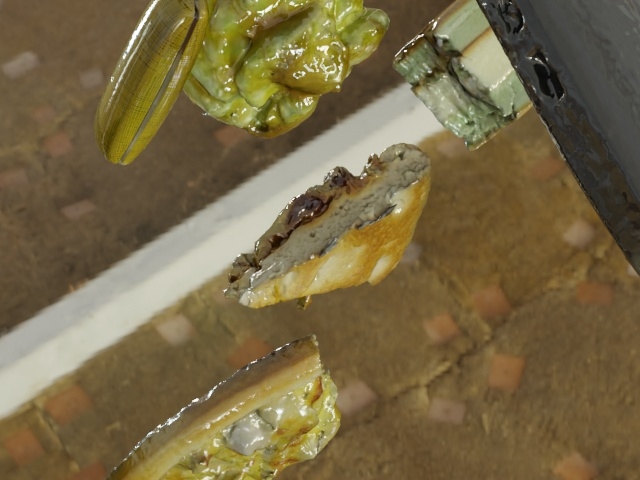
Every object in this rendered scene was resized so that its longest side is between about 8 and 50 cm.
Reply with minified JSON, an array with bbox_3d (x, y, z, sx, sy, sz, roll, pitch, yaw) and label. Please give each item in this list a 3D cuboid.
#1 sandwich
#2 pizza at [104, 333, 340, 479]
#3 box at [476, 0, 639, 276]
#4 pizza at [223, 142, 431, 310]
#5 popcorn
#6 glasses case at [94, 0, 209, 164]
[{"bbox_3d":[0.192,-0.218,1.499,0.198,0.227,0.155,-42,-86,-15],"label":"sandwich"},{"bbox_3d":[-0.083,0.213,1.293,0.323,0.223,0.089,-38,-116,21],"label":"pizza"},{"bbox_3d":[0.302,-0.137,1.049,0.359,0.091,0.350,-9,-114,-41],"label":"box"},{"bbox_3d":[-0.001,-0.002,1.018,0.194,0.154,0.069,-24,-115,-25],"label":"pizza"},{"bbox_3d":[-0.063,-0.256,1.440,0.282,0.282,0.247,-33,-91,-20],"label":"popcorn"},{"bbox_3d":[-0.181,-0.175,1.312,0.064,0.234,0.079,8,-134,-31],"label":"glasses case"}]
